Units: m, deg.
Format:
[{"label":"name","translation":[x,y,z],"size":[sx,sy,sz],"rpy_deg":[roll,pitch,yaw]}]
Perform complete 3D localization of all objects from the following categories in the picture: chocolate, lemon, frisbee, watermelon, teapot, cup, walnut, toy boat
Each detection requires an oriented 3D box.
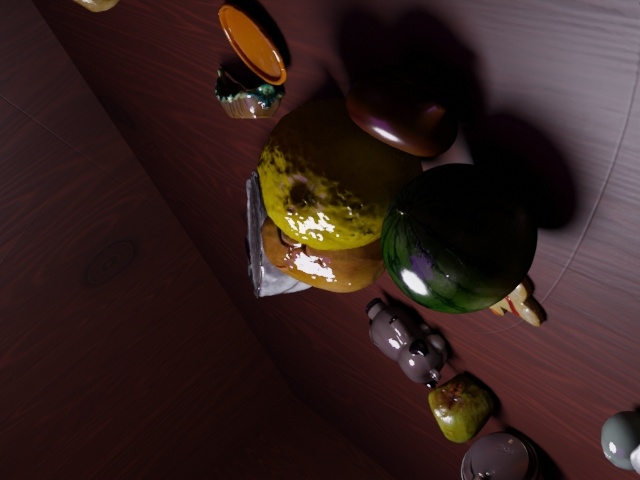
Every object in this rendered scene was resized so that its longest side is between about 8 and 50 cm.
[{"label":"chocolate","translation":[-0.059,-0.019,2.212],"size":[0.303,0.213,0.303],"rpy_deg":[179,90,-80]},{"label":"lemon","translation":[0.037,-0.117,1.616],"size":[0.268,0.322,0.268],"rpy_deg":[9,112,25]},{"label":"frisbee","translation":[-0.126,-0.390,1.857],"size":[0.192,0.035,0.192],"rpy_deg":[45,165,16]},{"label":"watermelon","translation":[0.213,-0.003,1.471],"size":[0.242,0.242,0.242],"rpy_deg":[44,164,17]},{"label":"teapot","translation":[0.129,-0.216,1.452],"size":[0.178,0.135,0.252],"rpy_deg":[25,-165,-25]},{"label":"cup","translation":[0.470,0.599,2.318],"size":[0.196,0.196,0.279],"rpy_deg":[32,166,46]},{"label":"walnut","translation":[0.000,0.000,1.880],"size":[0.298,0.203,0.203],"rpy_deg":[5,141,29]},{"label":"toy boat","translation":[-0.168,-0.312,2.058],"size":[0.293,0.109,0.099],"rpy_deg":[-149,58,-60]}]

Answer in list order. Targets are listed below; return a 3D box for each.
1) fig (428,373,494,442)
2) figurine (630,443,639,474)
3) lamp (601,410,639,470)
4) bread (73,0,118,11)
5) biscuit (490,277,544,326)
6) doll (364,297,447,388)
[{"label":"fig","translation":[0.334,0.409,2.273],"size":[0.144,0.154,0.165],"rpy_deg":[-126,38,-69]},{"label":"figurine","translation":[0.573,0.349,1.524],"size":[0.147,0.126,0.192],"rpy_deg":[-135,44,-57]},{"label":"lamp","translation":[0.545,0.352,1.662],"size":[0.105,0.105,0.105],"rpy_deg":[44,164,17]},{"label":"bread","translation":[-0.448,-0.594,1.928],"size":[0.196,0.246,0.176],"rpy_deg":[35,-174,29]},{"label":"biscuit","translation":[0.322,0.089,1.784],"size":[0.234,0.030,0.153],"rpy_deg":[26,150,54]},{"label":"doll","translation":[0.210,0.250,2.294],"size":[0.257,0.117,0.182],"rpy_deg":[38,162,37]}]
